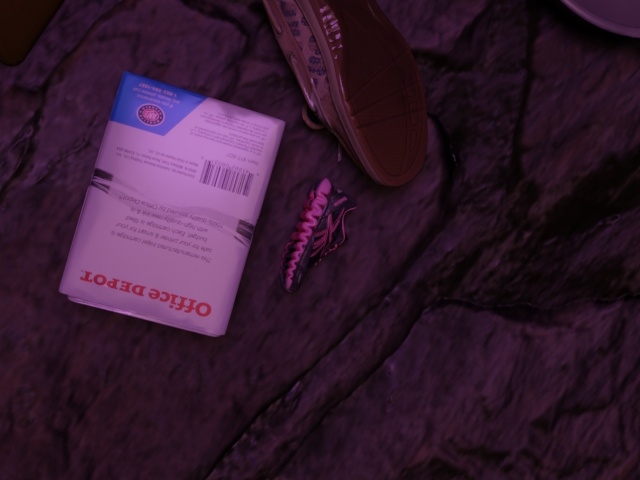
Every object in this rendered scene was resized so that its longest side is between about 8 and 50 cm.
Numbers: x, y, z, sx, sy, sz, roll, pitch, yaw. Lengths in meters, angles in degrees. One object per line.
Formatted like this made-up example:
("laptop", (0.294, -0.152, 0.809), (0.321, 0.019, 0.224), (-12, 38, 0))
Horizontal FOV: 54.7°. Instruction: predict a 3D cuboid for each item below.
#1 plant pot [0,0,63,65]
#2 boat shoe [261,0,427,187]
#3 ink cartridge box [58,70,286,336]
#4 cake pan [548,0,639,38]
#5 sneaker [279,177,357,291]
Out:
("plant pot", (-0.306, -0.304, 0.489), (0.212, 0.187, 0.212), (33, 87, -9))
("boat shoe", (0.016, -0.183, 0.602), (0.105, 0.089, 0.285), (-27, 99, -33))
("ink cartridge box", (-0.132, -0.030, 0.573), (0.148, 0.086, 0.203), (17, 90, -8))
("cake pan", (0.329, -0.353, 0.652), (0.293, 0.054, 0.293), (0, 91, -9))
("sneaker", (0.000, 0.000, 0.619), (0.057, 0.047, 0.119), (23, 89, -20))
